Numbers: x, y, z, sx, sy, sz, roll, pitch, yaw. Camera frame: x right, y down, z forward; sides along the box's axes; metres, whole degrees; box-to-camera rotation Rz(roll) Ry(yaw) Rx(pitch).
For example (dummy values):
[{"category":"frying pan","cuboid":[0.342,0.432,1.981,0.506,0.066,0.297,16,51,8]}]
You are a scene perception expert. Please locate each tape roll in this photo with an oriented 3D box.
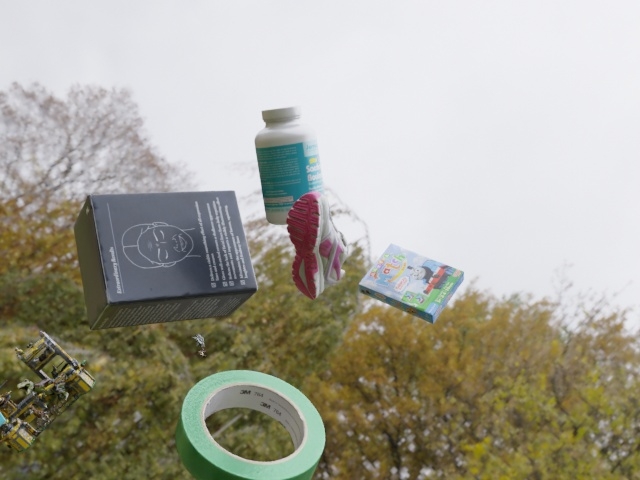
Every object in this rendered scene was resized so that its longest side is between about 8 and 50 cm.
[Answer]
[{"category":"tape roll","cuboid":[-0.152,0.421,1.783,0.321,0.321,0.077,36,-55,27]}]

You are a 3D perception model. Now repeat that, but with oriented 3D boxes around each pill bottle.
[{"category":"pill bottle","cuboid":[-0.072,-0.176,1.886,0.146,0.146,0.264,5,-73,50]}]

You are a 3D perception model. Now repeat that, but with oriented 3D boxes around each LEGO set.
[{"category":"LEGO set","cuboid":[-0.809,0.405,2.276,0.192,0.331,0.255,51,-4,-21]},{"category":"LEGO set","cuboid":[-0.335,0.290,2.290,0.083,0.023,0.054,60,9,30]}]

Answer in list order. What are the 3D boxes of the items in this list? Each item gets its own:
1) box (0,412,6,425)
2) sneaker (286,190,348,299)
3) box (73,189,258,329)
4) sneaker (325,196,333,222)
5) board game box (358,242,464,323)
[{"category":"box","cuboid":[-0.722,0.277,1.583,0.100,0.060,0.244,-22,-77,45]},{"category":"sneaker","cuboid":[0.000,0.000,1.757,0.103,0.111,0.252,34,-43,39]},{"category":"box","cuboid":[-0.403,0.047,2.107,0.212,0.395,0.293,-41,-123,54]},{"category":"sneaker","cuboid":[-0.003,-0.061,2.253,0.059,0.053,0.144,-26,-126,27]},{"category":"board game box","cuboid":[0.226,0.103,2.027,0.211,0.160,0.039,21,-36,29]}]
